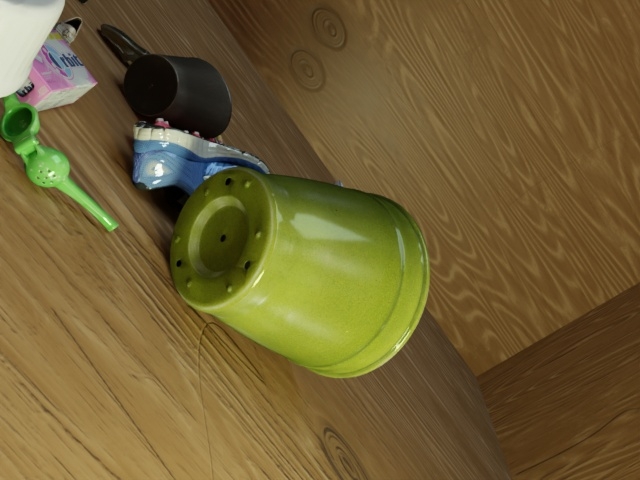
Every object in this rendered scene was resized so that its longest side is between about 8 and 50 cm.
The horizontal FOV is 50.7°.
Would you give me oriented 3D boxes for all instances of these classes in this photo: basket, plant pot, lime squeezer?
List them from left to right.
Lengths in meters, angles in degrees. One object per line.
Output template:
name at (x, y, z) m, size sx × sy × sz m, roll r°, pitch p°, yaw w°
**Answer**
lime squeezer at (-0.378, -0.139, 0.921) m, size 0.310 × 0.059 × 0.110 m, roll 59°, pitch 23°, yaw -12°
basket at (-0.319, -0.329, 1.492) m, size 0.204 × 0.154 × 0.227 m, roll 61°, pitch 16°, yaw 5°
plant pot at (-0.057, 0.039, 1.181) m, size 0.353 × 0.366 × 0.366 m, roll 22°, pitch 34°, yaw -49°

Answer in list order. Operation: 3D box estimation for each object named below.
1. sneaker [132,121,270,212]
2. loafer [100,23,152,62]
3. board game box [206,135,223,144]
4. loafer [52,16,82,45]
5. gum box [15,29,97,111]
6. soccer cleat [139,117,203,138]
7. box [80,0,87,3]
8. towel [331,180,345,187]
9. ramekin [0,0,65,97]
sneaker at (-0.231, -0.121, 1.290) m, size 0.130 × 0.147 × 0.330 m, roll 19°, pitch 6°, yaw 38°
loafer at (-0.437, -0.429, 1.524) m, size 0.148 × 0.050 × 0.056 m, roll 37°, pitch 13°, yaw -14°
board game box at (-0.262, -0.246, 1.765) m, size 0.169 × 0.033 × 0.133 m, roll 42°, pitch 18°, yaw -48°
loafer at (-0.481, -0.399, 1.281) m, size 0.045 × 0.039 × 0.125 m, roll 50°, pitch 13°, yaw -29°
gum box at (-0.435, -0.264, 1.047) m, size 0.107 × 0.062 × 0.188 m, roll 53°, pitch 13°, yaw -12°
soccer cleat at (-0.298, -0.181, 1.379) m, size 0.248 × 0.083 × 0.095 m, roll 13°, pitch 71°, yaw -79°
box at (-0.585, -0.645, 1.459) m, size 0.220 × 0.051 × 0.175 m, roll 34°, pitch 30°, yaw -59°
towel at (0.000, 0.000, 1.675) m, size 0.121 × 0.235 × 0.283 m, roll 56°, pitch 10°, yaw -32°
ramekin at (-0.451, -0.319, 0.814) m, size 0.277 × 0.135 × 0.277 m, roll 39°, pitch 27°, yaw -24°
